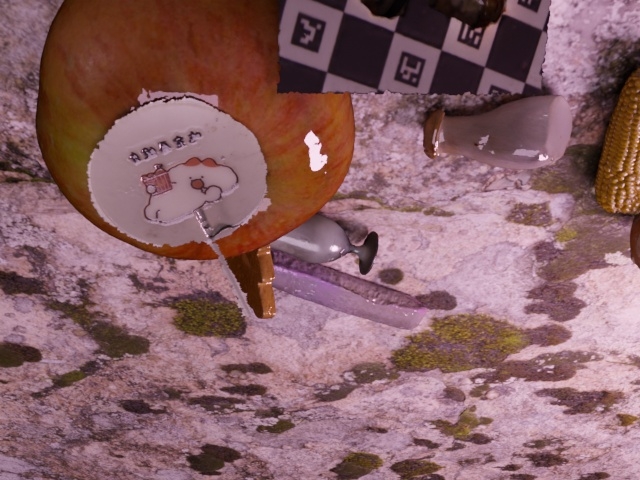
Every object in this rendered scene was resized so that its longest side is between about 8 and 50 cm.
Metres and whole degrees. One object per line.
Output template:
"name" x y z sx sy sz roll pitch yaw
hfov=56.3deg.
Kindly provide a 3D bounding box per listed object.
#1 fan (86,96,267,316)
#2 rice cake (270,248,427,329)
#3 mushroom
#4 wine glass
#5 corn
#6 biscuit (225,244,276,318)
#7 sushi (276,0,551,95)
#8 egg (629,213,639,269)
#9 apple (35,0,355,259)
"fan" -0.135 -0.017 0.692 0.191 0.009 0.329 -20 131 0
"rice cake" 0.043 0.104 1.254 0.399 0.064 0.070 20 126 -18
"mushroom" 0.276 -0.164 0.937 0.225 0.093 0.116 -3 116 19
"wine glass" 0.000 0.000 1.119 0.203 0.092 0.093 14 137 -14
"corn" 0.492 -0.148 0.937 0.091 0.091 0.260 -16 133 -7
"biscuit" -0.128 0.026 1.105 0.041 0.212 0.238 -10 129 -27
"sushi" 0.104 -0.325 0.660 0.340 0.069 0.319 -5 106 -20
"egg" 0.639 -0.015 0.994 0.204 0.203 0.245 23 129 -22
"apple" -0.160 -0.173 0.781 0.401 0.333 0.400 -12 135 -12
